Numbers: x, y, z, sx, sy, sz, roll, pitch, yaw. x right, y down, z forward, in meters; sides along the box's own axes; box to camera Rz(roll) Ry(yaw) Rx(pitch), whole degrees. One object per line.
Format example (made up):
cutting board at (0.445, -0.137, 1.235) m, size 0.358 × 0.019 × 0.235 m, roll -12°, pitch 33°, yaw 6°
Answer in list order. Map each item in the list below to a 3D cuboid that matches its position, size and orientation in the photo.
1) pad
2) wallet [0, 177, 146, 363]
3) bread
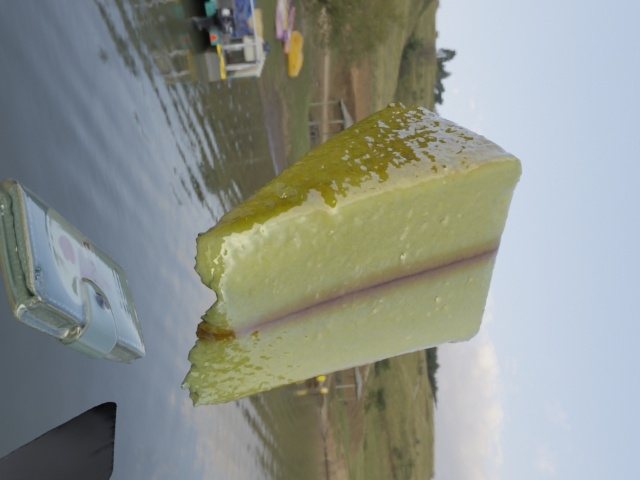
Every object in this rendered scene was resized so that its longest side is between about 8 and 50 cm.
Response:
pad at (-0.283, 0.224, 0.492) m, size 0.055 × 0.250 × 0.323 m, roll 61°, pitch -14°, yaw 3°
wallet at (-0.417, 0.079, 0.957) m, size 0.360 × 0.083 × 0.252 m, roll 67°, pitch -1°, yaw -62°
bread at (0.000, 0.000, 0.600) m, size 0.245 × 0.361 × 0.233 m, roll 44°, pitch -42°, yaw 48°
